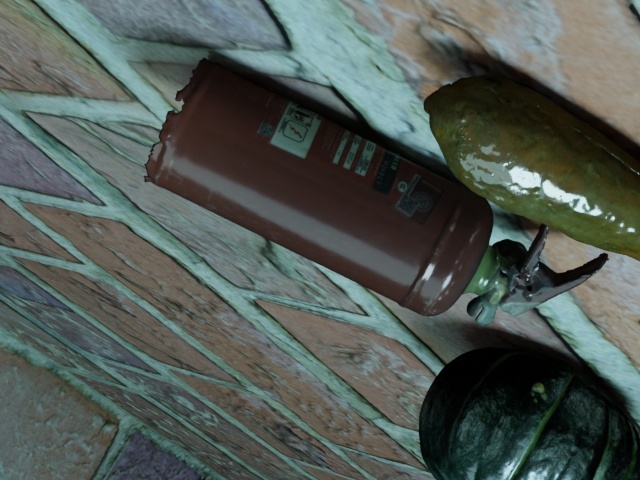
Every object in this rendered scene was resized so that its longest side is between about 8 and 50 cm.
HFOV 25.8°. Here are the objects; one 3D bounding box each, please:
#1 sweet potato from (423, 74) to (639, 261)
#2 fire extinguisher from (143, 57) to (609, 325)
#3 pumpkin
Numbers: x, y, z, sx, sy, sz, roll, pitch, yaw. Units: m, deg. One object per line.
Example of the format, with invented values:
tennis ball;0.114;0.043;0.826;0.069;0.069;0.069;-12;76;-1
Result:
sweet potato;0.188;-0.027;0.894;0.273;0.075;0.075;26;163;-14
fire extinguisher;0.045;-0.032;1.042;0.337;0.106;0.147;25;138;-1
pumpkin;0.202;0.199;1.365;0.220;0.162;0.220;34;170;7
